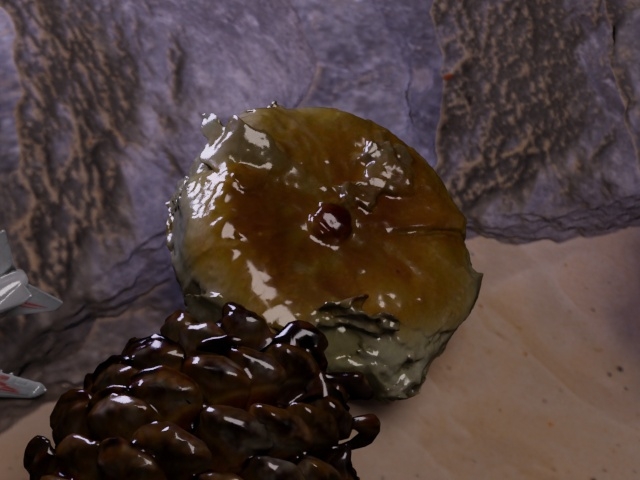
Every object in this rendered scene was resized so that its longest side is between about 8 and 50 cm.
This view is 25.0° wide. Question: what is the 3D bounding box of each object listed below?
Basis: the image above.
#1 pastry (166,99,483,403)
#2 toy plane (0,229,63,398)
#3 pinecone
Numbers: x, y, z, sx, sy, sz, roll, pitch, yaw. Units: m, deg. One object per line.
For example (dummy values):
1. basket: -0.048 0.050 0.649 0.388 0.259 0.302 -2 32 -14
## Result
1. pastry: 0.006 0.000 1.133 0.257 0.121 0.236 20 54 -6
2. toy plane: -0.270 0.072 1.015 0.171 0.162 0.065 -35 34 -4
3. pinecone: -0.078 0.163 0.949 0.224 0.224 0.272 23 43 -3
